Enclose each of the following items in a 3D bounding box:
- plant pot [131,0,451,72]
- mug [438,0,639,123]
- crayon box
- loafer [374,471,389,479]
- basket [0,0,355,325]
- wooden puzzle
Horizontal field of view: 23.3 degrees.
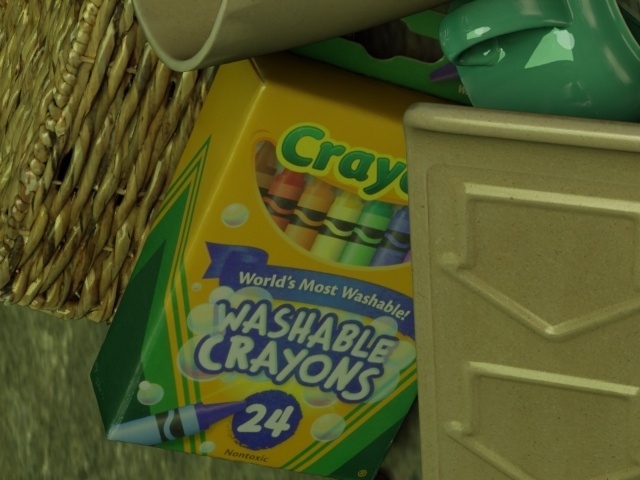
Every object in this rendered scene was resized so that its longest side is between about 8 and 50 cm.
[{"bbox_3d":[0.045,-0.228,0.838,0.256,0.274,0.257,174,90,-70],"label":"plant pot"},{"bbox_3d":[0.148,-0.114,0.936,0.097,0.158,0.129,-24,105,31],"label":"mug"},{"bbox_3d":[0.000,0.000,1.017,0.323,0.203,0.083,-65,27,22],"label":"crayon box"},{"bbox_3d":[-0.047,0.272,1.180,0.109,0.095,0.302,41,126,-18],"label":"loafer"},{"bbox_3d":[-0.114,-0.112,1.095,0.299,0.213,0.223,-66,29,23],"label":"basket"},{"bbox_3d":[0.217,0.067,0.928,0.322,0.080,0.348,8,127,20],"label":"wooden puzzle"}]
